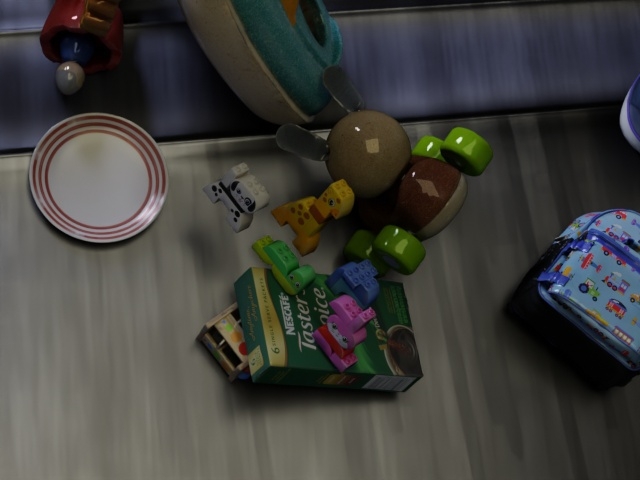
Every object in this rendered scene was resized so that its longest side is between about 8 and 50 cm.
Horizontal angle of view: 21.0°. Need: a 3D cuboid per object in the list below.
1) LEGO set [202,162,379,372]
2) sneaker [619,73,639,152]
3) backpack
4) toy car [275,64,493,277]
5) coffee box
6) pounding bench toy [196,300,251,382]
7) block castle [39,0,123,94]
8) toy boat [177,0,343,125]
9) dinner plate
[{"bbox_3d":[0.000,0.000,1.674,0.087,0.093,0.227,-28,76,-45],"label":"LEGO set"},{"bbox_3d":[0.447,-0.250,1.871,0.130,0.236,0.323,30,67,-3],"label":"sneaker"},{"bbox_3d":[0.308,0.044,1.803,0.158,0.117,0.173,41,64,1],"label":"backpack"},{"bbox_3d":[0.048,-0.080,1.742,0.188,0.149,0.155,39,74,-14],"label":"toy car"},{"bbox_3d":[0.009,0.089,1.712,0.184,0.040,0.113,8,57,-31],"label":"coffee box"},{"bbox_3d":[-0.068,0.093,1.723,0.083,0.052,0.065,-36,84,-22],"label":"pounding bench toy"},{"bbox_3d":[-0.285,-0.333,1.603,0.303,0.453,0.213,14,62,-10],"label":"block castle"},{"bbox_3d":[-0.053,-0.291,1.771,0.148,0.267,0.318,-18,49,18],"label":"toy boat"},{"bbox_3d":[-0.225,-0.062,1.756,0.141,0.017,0.141,5,71,-14],"label":"dinner plate"}]
